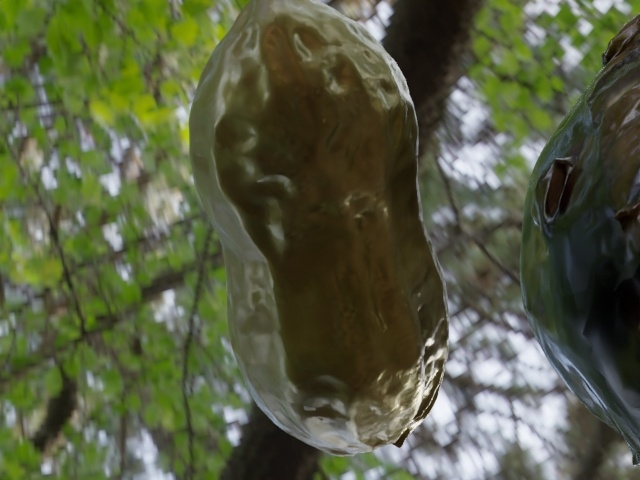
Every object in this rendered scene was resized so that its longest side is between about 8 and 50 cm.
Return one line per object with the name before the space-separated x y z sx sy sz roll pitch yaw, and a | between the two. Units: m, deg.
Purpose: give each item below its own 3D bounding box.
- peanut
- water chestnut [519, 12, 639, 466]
peanut | 0.000 0.000 0.761 0.090 0.098 0.214 -2 -54 15
water chestnut | 0.240 -0.001 0.856 0.300 0.300 0.300 -4 -69 -9
